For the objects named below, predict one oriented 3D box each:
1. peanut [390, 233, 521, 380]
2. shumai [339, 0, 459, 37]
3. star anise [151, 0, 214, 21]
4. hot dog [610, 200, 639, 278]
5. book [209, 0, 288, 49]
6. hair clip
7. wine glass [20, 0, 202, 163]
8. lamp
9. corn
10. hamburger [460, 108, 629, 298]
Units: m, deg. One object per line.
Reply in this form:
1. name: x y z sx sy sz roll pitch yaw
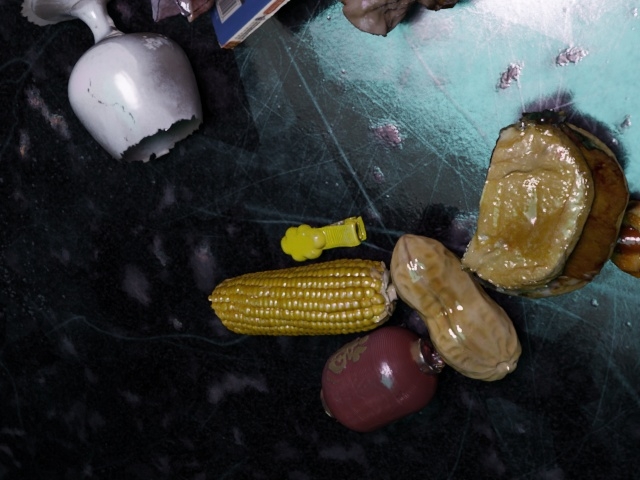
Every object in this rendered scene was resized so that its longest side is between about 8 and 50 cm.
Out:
1. peanut: 0.228 0.114 1.231 0.147 0.147 0.305 -32 94 30
2. shumai: 0.092 -0.418 1.046 0.186 0.184 0.218 -22 97 -1
3. star anise: -0.216 -0.447 1.132 0.236 0.093 0.229 46 119 31
4. hot dog: 0.538 0.006 1.082 0.213 0.103 0.146 0 112 25
5. book: -0.050 -0.529 1.072 0.428 0.039 0.299 -28 72 38
6. hair clip: 0.000 0.000 1.343 0.173 0.046 0.072 -9 102 28
7. wine glass: -0.360 -0.311 1.279 0.238 0.238 0.322 -27 88 29
8. lamp: 0.112 0.251 1.328 0.258 0.180 0.180 -33 94 28
9. corn: -0.031 0.115 1.350 0.388 0.144 0.143 -11 105 29
10. hamburger: 0.353 -0.044 1.095 0.211 0.133 0.308 27 114 32
